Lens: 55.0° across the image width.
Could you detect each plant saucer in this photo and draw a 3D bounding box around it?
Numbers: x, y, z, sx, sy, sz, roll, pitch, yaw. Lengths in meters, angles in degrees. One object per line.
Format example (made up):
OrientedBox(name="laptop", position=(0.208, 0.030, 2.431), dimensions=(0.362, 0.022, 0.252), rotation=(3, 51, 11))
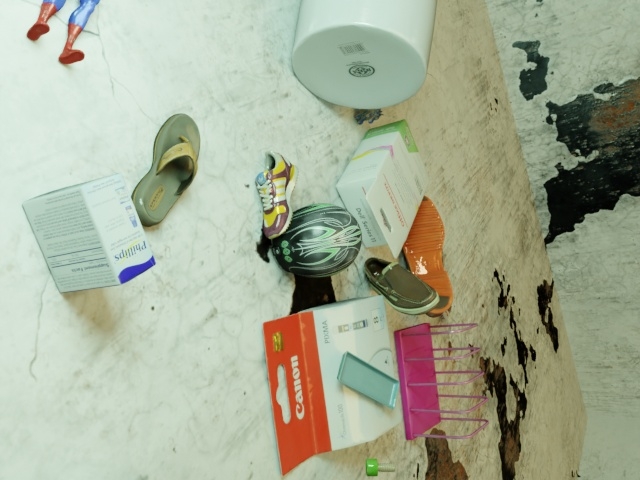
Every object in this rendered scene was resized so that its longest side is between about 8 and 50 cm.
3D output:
OrientedBox(name="plant saucer", position=(0.105, 0.306, 1.340), dimensions=(0.192, 0.018, 0.067), rotation=(35, 60, -35))

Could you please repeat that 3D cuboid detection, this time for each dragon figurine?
OrientedBox(name="dragon figurine", position=(0.142, -0.443, 1.634), dimensions=(0.144, 0.085, 0.289), rotation=(46, 58, -41))

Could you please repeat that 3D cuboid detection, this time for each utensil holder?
OrientedBox(name="utensil holder", position=(0.112, -0.547, 1.421), dimensions=(0.327, 0.328, 0.385), rotation=(34, 58, -49))

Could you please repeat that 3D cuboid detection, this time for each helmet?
OrientedBox(name="helmet", position=(0.000, 0.000, 1.266), dimensions=(0.169, 0.162, 0.169), rotation=(18, 68, -54))

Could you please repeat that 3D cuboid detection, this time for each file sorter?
OrientedBox(name="file sorter", position=(0.342, 0.377, 1.683), dimensions=(0.202, 0.182, 0.290), rotation=(0, 83, -57))

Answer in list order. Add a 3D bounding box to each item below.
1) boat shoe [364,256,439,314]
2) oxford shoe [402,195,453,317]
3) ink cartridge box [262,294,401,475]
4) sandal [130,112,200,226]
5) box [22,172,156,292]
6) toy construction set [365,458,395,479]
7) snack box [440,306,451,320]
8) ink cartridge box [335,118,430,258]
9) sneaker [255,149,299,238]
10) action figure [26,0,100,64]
OrientedBox(name="boat shoe", position=(0.179, 0.100, 1.469), dimensions=(0.095, 0.257, 0.095), rotation=(-37, 115, -17))
OrientedBox(name="oxford shoe", position=(0.293, 0.046, 1.777), dimensions=(0.132, 0.130, 0.363), rotation=(86, 0, -70))
OrientedBox(name="ink cartridge box", position=(0.038, 0.293, 1.327), dimensions=(0.385, 0.091, 0.308), rotation=(-4, 86, -58))
OrientedBox(name="sandal", position=(-0.243, -0.120, 1.017), dimensions=(0.090, 0.060, 0.219), rotation=(51, 44, -38))
OrientedBox(name="box", position=(-0.311, -0.008, 0.830), dimensions=(0.072, 0.126, 0.137), rotation=(-37, 114, -55))
OrientedBox(name="toy construction set", position=(0.032, 0.629, 1.196), dimensions=(0.257, 0.237, 0.308), rotation=(-89, 180, -74))
OrientedBox(name="snack box", position=(0.364, 0.167, 1.910), dimensions=(0.178, 0.022, 0.064), rotation=(60, 40, -30))
OrientedBox(name="ink cartridge box", position=(0.158, -0.127, 1.574), dimensions=(0.207, 0.119, 0.353), rotation=(62, 37, -28))
OrientedBox(name="sneaker", position=(-0.100, -0.093, 1.233), dimensions=(0.084, 0.070, 0.185), rotation=(35, 48, -38))
OrientedBox(name="action figure", position=(-0.320, -0.404, 0.904), dimensions=(0.091, 0.139, 0.280), rotation=(39, 49, -47))
